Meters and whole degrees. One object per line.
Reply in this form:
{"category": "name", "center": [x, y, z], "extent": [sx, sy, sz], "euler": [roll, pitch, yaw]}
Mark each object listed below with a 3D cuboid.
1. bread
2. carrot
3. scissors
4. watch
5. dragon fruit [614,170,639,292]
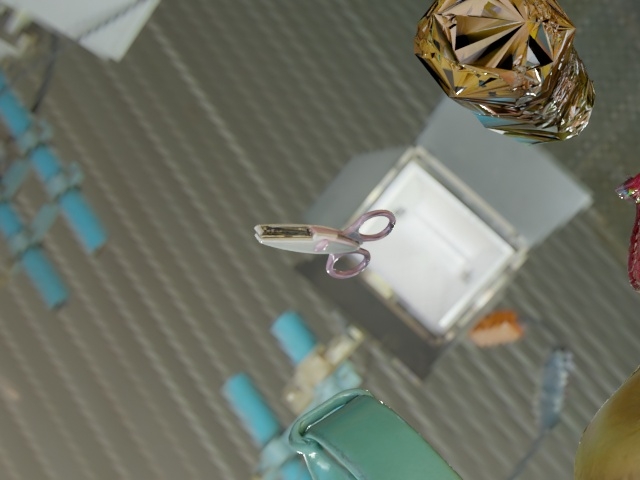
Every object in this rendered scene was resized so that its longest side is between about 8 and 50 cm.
{"category": "bread", "center": [0.269, 0.173, 1.330], "extent": [0.158, 0.156, 0.261], "euler": [55, -152, -8]}
{"category": "carrot", "center": [0.092, -0.082, 0.862], "extent": [0.069, 0.069, 0.228], "euler": [48, -173, 12]}
{"category": "scissors", "center": [0.000, 0.000, 1.707], "extent": [0.176, 0.085, 0.022], "euler": [5, -142, -49]}
{"category": "watch", "center": [0.067, 0.204, 1.227], "extent": [0.068, 0.195, 0.237], "euler": [-32, -126, -13]}
{"category": "dragon fruit", "center": [0.423, -0.085, 1.588], "extent": [0.249, 0.371, 0.386], "euler": [20, -116, 1]}
